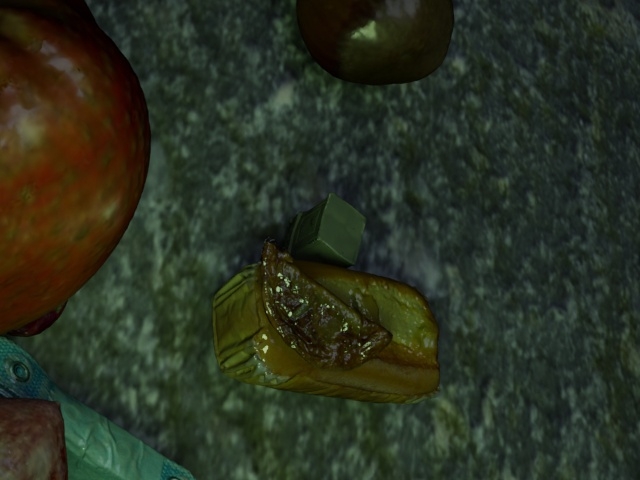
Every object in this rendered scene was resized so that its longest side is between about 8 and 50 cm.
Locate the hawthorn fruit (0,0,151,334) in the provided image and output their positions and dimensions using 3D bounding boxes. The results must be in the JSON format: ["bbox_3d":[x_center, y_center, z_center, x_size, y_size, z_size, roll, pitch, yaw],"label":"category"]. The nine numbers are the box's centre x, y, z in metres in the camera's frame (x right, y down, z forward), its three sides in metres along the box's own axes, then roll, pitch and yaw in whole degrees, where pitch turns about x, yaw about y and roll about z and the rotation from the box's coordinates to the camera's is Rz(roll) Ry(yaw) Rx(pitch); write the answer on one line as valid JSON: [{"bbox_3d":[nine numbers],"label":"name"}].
[{"bbox_3d":[-0.361,-0.074,1.406,0.403,0.403,0.402,22,54,-33],"label":"hawthorn fruit"}]

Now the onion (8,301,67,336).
[{"bbox_3d":[-0.295,0.047,1.598,0.107,0.097,0.107,-46,144,-49],"label":"onion"}]

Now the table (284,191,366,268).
[{"bbox_3d":[0.000,0.000,1.906,0.062,0.083,0.079,37,46,-23],"label":"table"}]

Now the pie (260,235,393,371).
[{"bbox_3d":[-0.011,0.084,1.721,0.191,0.033,0.088,40,63,-20],"label":"pie"}]

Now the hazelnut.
[{"bbox_3d":[0.075,-0.302,2.076,0.210,0.186,0.210,7,74,-26],"label":"hazelnut"}]

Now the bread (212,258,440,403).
[{"bbox_3d":[0.011,0.111,1.833,0.288,0.119,0.152,13,63,-37],"label":"bread"}]

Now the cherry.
[{"bbox_3d":[-0.314,0.237,1.391,0.192,0.175,0.249,39,72,-3],"label":"cherry"}]

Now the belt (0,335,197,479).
[{"bbox_3d":[-0.246,0.203,1.568,0.302,0.087,0.072,40,33,-20],"label":"belt"}]
